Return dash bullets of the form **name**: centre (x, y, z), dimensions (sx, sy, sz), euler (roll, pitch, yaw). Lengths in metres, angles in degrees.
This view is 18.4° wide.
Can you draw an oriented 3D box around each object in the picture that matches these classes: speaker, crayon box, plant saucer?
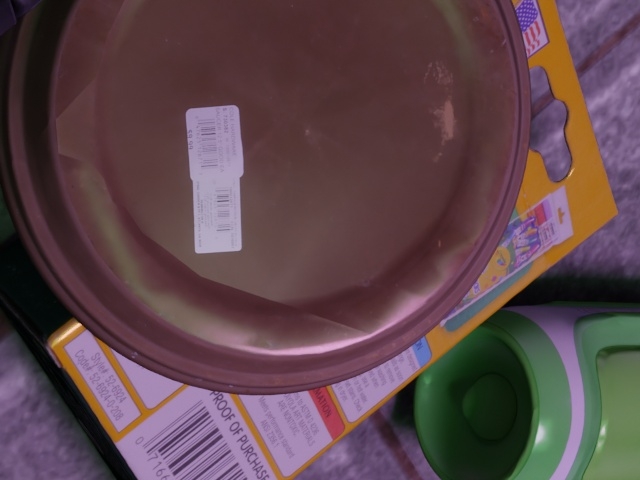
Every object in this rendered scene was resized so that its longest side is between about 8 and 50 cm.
- **speaker**: centre (0.202, 0.106, 1.288), dimensions (0.296, 0.131, 0.131), euler (3, 116, -41)
- **crayon box**: centre (0.000, 0.000, 1.074), dimensions (0.323, 0.083, 0.203), euler (-37, 136, -13)
- **plant saucer**: centre (-0.018, -0.060, 0.951), dimensions (0.278, 0.041, 0.278), euler (-2, 97, -20)

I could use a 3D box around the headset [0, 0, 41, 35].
- **headset**: centre (-0.201, -0.138, 0.732), dimensions (0.394, 0.185, 0.243), euler (-38, 137, -30)
